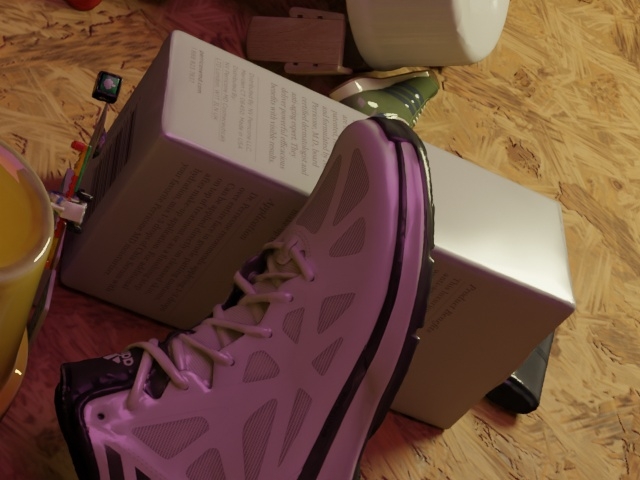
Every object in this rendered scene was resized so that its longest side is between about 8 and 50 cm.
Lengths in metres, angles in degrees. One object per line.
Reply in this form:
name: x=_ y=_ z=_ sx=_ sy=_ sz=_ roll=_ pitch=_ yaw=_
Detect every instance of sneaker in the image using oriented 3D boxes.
sneaker: x=0.088 y=-0.154 z=1.939 sx=0.192 sy=0.064 sz=0.086 roll=-12 pitch=77 yaw=-50
sneaker: x=-0.074 y=0.088 z=1.337 sx=0.258 sy=0.447 sz=0.169 roll=17 pitch=0 yaw=-20

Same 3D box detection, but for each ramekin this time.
ramekin: x=0.138 y=-0.338 z=1.917 sx=0.135 sy=0.277 sz=0.277 roll=5 pitch=33 yaw=22

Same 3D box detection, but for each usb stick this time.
usb stick: x=0.237 y=0.091 z=1.831 sx=0.077 sy=0.045 sz=0.278 roll=33 pitch=39 yaw=-8

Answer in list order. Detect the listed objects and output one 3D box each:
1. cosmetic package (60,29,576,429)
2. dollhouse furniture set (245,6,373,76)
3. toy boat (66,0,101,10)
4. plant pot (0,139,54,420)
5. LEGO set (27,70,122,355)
cosmetic package: x=0.000 y=0.000 z=1.580 sx=0.453 sy=0.230 sz=0.161 roll=23 pitch=41 yaw=-21
dollhouse furniture set: x=-0.001 y=-0.339 z=2.017 sx=0.303 sy=0.198 sz=0.286 roll=3 pitch=92 yaw=-68
toy boat: x=-0.345 y=-0.355 z=1.702 sx=0.318 sy=0.148 sz=0.267 roll=17 pitch=44 yaw=-26
plant pot: x=-0.332 y=0.036 z=1.271 sx=0.254 sy=0.239 sz=0.254 roll=23 pitch=41 yaw=-22
LEGO set: x=-0.236 y=-0.037 z=1.416 sx=0.060 sy=0.244 sz=0.182 roll=17 pitch=44 yaw=-15
